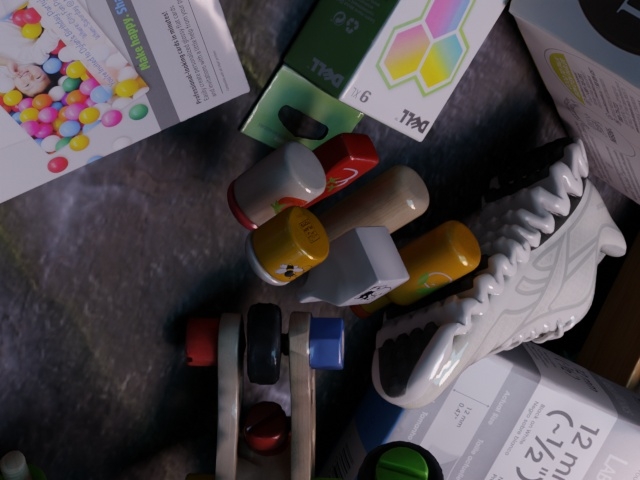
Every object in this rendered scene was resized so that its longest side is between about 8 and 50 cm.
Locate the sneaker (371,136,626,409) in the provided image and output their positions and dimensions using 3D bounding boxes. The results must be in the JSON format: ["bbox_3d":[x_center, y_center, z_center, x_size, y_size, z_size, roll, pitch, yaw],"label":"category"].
[{"bbox_3d":[0.147,0.039,1.187,0.118,0.110,0.292,55,52,-14],"label":"sneaker"}]

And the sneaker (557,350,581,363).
[{"bbox_3d":[0.273,0.144,1.539,0.166,0.065,0.076,5,112,-51],"label":"sneaker"}]

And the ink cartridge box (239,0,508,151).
[{"bbox_3d":[0.047,-0.134,1.052,0.109,0.062,0.209,21,104,-54],"label":"ink cartridge box"}]

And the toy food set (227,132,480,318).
[{"bbox_3d":[0.000,0.000,1.044,0.104,0.111,0.232,-33,165,30],"label":"toy food set"}]

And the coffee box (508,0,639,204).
[{"bbox_3d":[0.391,-0.157,1.146,0.338,0.334,0.338,-52,154,-2],"label":"coffee box"}]

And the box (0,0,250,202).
[{"bbox_3d":[-0.144,-0.103,0.842,0.186,0.038,0.145,-23,139,-5],"label":"box"}]

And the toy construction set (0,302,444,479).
[{"bbox_3d":[-0.078,0.216,1.109,0.308,0.257,0.237,-17,147,-12],"label":"toy construction set"}]

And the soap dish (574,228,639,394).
[{"bbox_3d":[0.362,0.089,1.482,0.229,0.118,0.291,32,83,-45],"label":"soap dish"}]

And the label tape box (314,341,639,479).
[{"bbox_3d":[0.182,0.233,1.310,0.347,0.115,0.249,26,101,-12],"label":"label tape box"}]
